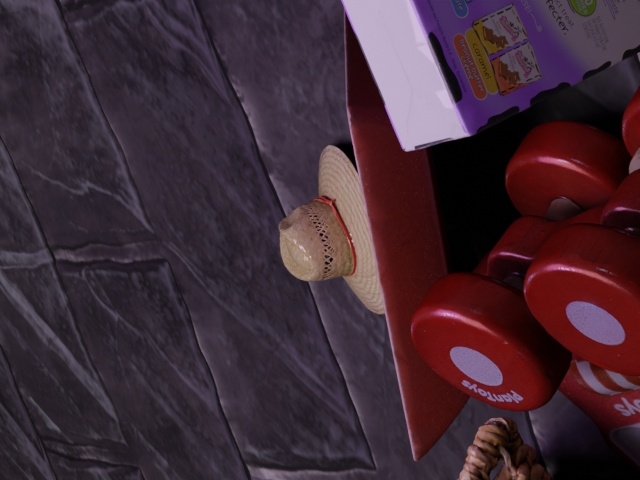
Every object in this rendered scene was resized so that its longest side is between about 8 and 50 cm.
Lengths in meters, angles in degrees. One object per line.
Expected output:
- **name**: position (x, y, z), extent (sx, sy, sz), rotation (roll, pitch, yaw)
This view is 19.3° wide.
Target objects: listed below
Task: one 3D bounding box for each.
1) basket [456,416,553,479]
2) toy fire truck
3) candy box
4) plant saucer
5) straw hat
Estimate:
- **basket**: position (0.116, 0.281, 1.309), extent (0.223, 0.213, 0.299), rotation (54, -179, 15)
- **toy fire truck**: position (0.224, 0.049, 1.144), extent (0.254, 0.169, 0.302), rotation (41, 152, -14)
- **candy box**: position (0.108, -0.164, 1.085), extent (0.070, 0.196, 0.165), rotation (-11, 103, 60)
- **plant saucer**: position (0.061, -0.021, 1.309), extent (0.259, 0.047, 0.258), rotation (-88, -13, -65)
- **straw hat**: position (0.000, 0.000, 1.481), extent (0.144, 0.061, 0.144), rotation (163, 90, -74)
